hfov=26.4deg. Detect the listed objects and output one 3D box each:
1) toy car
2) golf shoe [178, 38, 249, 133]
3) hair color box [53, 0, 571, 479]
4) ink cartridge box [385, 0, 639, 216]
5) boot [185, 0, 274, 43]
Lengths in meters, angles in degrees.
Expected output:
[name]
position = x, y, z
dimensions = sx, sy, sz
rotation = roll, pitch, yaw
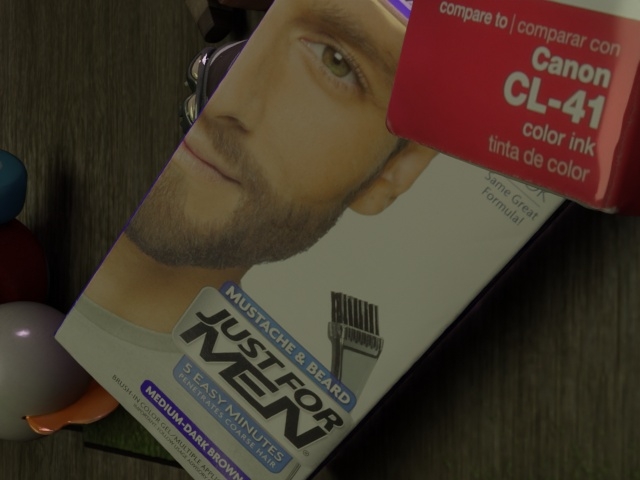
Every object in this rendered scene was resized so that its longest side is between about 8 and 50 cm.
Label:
[toy car]
position = -0.255, 0.083, 1.127
dimensions = 0.238, 0.210, 0.219
rotation = 26, 126, 17
[golf shoe]
position = -0.049, -0.045, 0.930
dimensions = 0.094, 0.077, 0.198
rotation = -15, 79, 48
[hair color box]
position = 0.000, 0.000, 0.797
dimensions = 0.185, 0.110, 0.339
rotation = 44, 124, 8
[ink cartridge box]
position = 0.174, -0.167, 0.556
dimensions = 0.131, 0.226, 0.306
rotation = 29, 111, 46
[boot]
position = -0.061, -0.200, 0.980
dimensions = 0.118, 0.042, 0.087
rotation = -30, 58, 38
